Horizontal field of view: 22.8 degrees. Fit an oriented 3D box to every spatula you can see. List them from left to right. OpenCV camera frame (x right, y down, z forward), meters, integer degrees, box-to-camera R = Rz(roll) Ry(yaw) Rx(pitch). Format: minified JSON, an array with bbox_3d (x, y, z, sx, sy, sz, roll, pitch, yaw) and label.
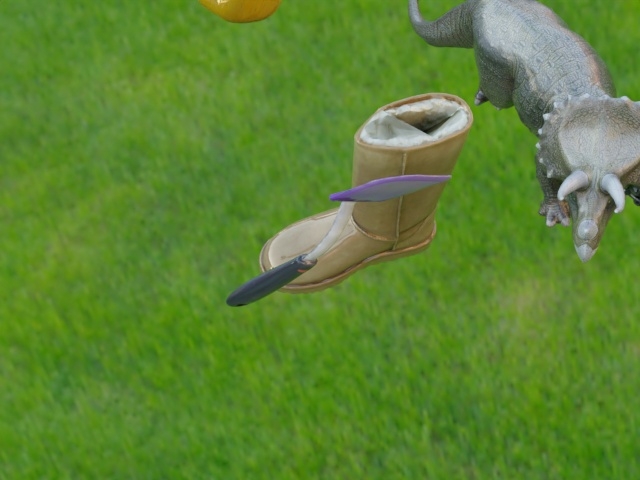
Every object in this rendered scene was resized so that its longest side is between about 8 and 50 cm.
[{"bbox_3d":[0.000,0.000,1.506,0.084,0.296,0.030,0,62,-44],"label":"spatula"}]

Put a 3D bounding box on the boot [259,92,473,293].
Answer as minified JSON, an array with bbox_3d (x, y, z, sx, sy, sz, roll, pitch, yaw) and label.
[{"bbox_3d":[0.043,-0.054,1.809,0.236,0.269,0.089,-20,66,-13],"label":"boot"}]

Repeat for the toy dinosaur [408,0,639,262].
[{"bbox_3d":[0.171,-0.116,1.185,0.121,0.160,0.313,-23,60,-6],"label":"toy dinosaur"}]

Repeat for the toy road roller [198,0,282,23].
[{"bbox_3d":[-0.079,-0.296,1.374,0.241,0.202,0.330,35,29,29],"label":"toy road roller"}]

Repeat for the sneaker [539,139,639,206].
[{"bbox_3d":[0.361,-0.068,1.696,0.272,0.108,0.100,13,-2,-14],"label":"sneaker"}]
